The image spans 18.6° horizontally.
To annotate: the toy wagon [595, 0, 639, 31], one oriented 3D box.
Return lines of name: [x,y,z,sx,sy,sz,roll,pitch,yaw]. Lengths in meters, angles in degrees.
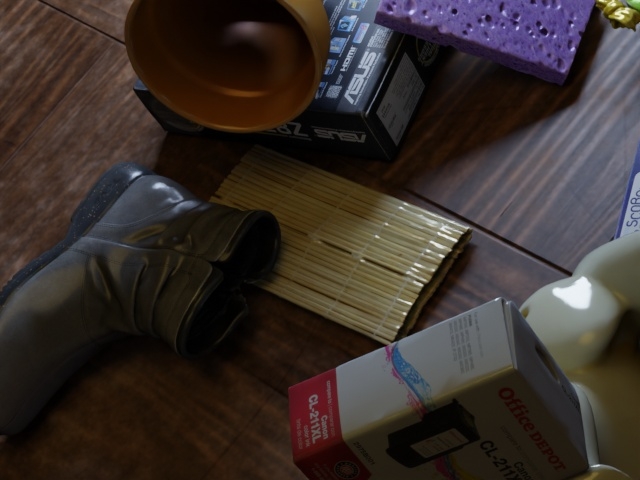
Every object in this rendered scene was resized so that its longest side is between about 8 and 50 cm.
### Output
toy wagon: [0.428,-0.319,1.979,0.344,0.068,0.267,-39,46,0]

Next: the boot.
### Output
boot: [-0.205,0.078,1.998,0.222,0.118,0.338,24,77,38]

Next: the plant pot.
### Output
plant pot: [-0.077,-0.248,2.014,0.205,0.205,0.188,-8,40,25]

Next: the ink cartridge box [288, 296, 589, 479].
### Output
ink cartridge box: [0.084,0.131,1.378,0.175,0.127,0.072,-25,39,18]

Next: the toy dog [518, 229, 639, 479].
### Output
toy dog: [0.152,0.222,1.542,0.395,0.285,0.408,0,38,48]

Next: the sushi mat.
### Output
sushi mat: [0.000,0.000,2.013,0.316,0.019,0.151,23,71,40]

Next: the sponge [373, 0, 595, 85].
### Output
sponge: [0.173,-0.245,2.025,0.210,0.031,0.117,19,66,4]

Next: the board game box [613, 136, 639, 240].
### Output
board game box: [0.356,-0.047,1.836,0.136,0.035,0.201,1,57,30]

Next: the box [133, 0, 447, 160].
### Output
box: [0.010,-0.285,2.171,0.318,0.097,0.395,10,62,32]
